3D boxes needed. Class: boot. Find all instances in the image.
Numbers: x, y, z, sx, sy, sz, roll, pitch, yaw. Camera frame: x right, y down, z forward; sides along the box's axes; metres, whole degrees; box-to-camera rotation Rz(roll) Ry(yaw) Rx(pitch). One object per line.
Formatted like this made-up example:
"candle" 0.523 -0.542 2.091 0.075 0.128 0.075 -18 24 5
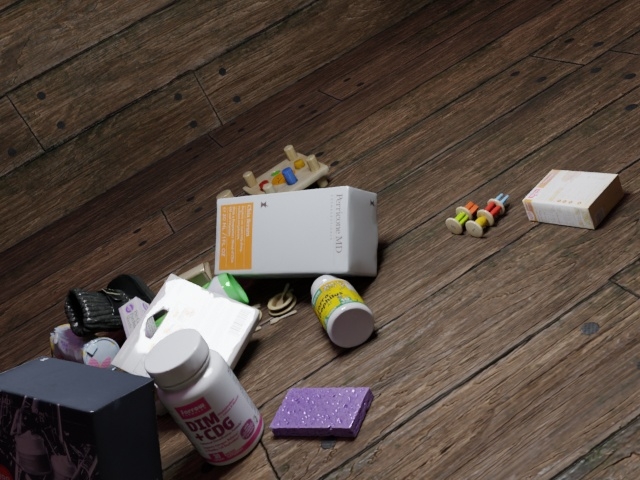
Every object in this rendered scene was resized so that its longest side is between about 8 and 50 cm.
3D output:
"boot" -0.657 0.188 2.227 0.260 0.131 0.348 -1 11 -35

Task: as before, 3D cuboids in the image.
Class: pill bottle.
"pill bottle" 0.046 0.164 1.796 0.118 0.117 0.208 -29 28 -4
"pill bottle" -0.252 0.338 1.584 0.160 0.283 0.160 -21 28 12

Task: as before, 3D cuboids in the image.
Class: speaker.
"speaker" -0.346 0.216 2.010 0.296 0.131 0.131 -36 27 3

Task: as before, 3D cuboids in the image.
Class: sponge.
"sponge" 0.001 0.369 1.579 0.210 0.031 0.117 -9 33 33

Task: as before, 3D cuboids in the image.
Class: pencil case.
"pencil case" -0.707 0.322 2.186 0.273 0.124 0.113 8 44 47

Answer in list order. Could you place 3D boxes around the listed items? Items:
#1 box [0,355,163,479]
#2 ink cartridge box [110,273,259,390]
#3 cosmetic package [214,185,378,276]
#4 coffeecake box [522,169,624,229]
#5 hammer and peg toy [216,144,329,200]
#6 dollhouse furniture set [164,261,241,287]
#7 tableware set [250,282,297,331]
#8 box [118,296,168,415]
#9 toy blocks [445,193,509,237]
"box" -0.516 0.435 1.520 0.343 0.312 0.179 3 12 29
"ink cartridge box" -0.331 0.256 1.835 0.261 0.066 0.296 22 56 10
"cosmetic package" -0.074 -0.012 2.024 0.453 0.230 0.161 -4 -8 34
"coffeecake box" 0.620 -0.105 1.799 0.142 0.068 0.185 -42 31 -25
"hammer and peg toy" -0.164 -0.180 2.561 0.361 0.127 0.266 -35 30 -15
"dollhouse furniture set" -0.367 0.119 2.189 0.212 0.161 0.242 -28 28 -1
"tableware set" -0.159 0.189 2.019 0.194 0.039 0.128 -25 28 6
"box" -0.447 0.298 1.898 0.067 0.063 0.324 -32 56 10
"toy blocks" 0.422 -0.076 1.941 0.148 0.054 0.123 -42 31 -26
